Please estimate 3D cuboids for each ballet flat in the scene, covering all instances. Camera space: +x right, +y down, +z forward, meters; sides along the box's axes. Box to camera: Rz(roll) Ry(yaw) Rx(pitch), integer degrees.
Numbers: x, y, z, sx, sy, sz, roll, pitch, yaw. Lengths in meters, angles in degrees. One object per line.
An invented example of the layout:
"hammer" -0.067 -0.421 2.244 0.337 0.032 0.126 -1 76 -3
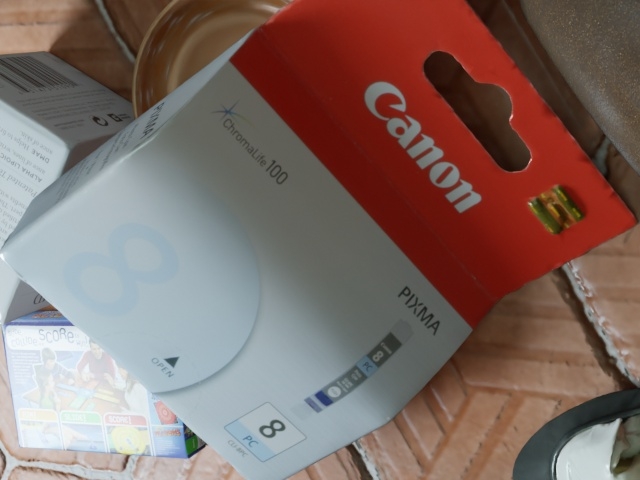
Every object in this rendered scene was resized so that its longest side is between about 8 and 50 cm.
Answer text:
"ballet flat" 0.259 0.153 0.845 0.280 0.096 0.095 -27 89 28

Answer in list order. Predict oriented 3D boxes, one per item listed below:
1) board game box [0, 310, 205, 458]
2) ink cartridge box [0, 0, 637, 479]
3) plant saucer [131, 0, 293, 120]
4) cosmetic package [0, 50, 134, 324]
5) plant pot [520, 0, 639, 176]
"board game box" -0.213 0.137 1.098 0.201 0.035 0.136 -1 101 25
"ink cartridge box" 0.000 0.000 0.864 0.385 0.091 0.308 -33 114 25
"plant saucer" -0.064 -0.122 0.963 0.200 0.037 0.199 4 102 18
"cosmetic package" -0.266 -0.053 1.017 0.151 0.151 0.183 32 113 15
"plant pot" 0.252 -0.132 0.744 0.230 0.215 0.215 44 116 27
